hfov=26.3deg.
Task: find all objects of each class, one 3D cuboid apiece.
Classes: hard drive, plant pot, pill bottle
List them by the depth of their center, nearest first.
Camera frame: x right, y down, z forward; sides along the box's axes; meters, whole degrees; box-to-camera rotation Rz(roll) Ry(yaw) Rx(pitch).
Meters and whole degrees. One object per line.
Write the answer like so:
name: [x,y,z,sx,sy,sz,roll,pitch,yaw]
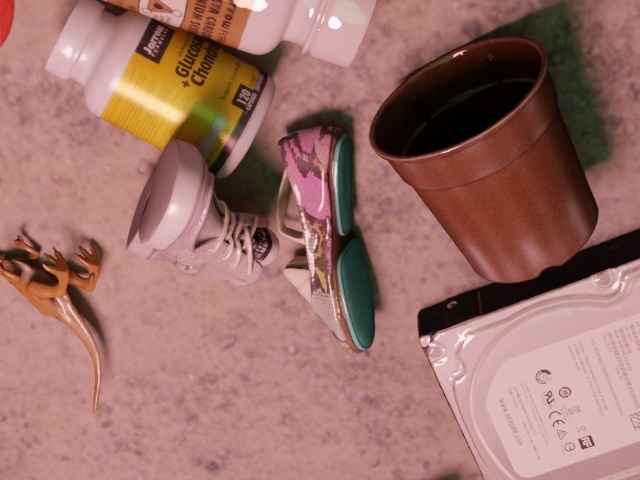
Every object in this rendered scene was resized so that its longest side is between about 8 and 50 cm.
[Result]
pill bottle: [-0.068,-0.227,1.128,0.229,0.131,0.131,19,114,-7]
pill bottle: [-0.140,-0.137,1.188,0.184,0.103,0.103,27,113,-11]
plant pot: [0.152,-0.062,1.191,0.167,0.167,0.165,-25,120,13]
hard drive: [0.291,0.119,1.317,0.339,0.064,0.237,-21,113,10]

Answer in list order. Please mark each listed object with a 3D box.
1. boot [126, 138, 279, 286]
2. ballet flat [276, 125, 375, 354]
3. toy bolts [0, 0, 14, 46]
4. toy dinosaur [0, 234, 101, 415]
boot: [-0.090,-0.017,1.182,0.123,0.258,0.095,17,83,-11]
ballet flat: [0.000,0.000,1.273,0.079,0.077,0.221,0,112,22]
toy bolts: [-0.306,-0.276,1.142,0.218,0.158,0.228,-1,111,-42]
toy dinosaur: [-0.254,0.056,1.317,0.211,0.064,0.112,43,128,-7]
